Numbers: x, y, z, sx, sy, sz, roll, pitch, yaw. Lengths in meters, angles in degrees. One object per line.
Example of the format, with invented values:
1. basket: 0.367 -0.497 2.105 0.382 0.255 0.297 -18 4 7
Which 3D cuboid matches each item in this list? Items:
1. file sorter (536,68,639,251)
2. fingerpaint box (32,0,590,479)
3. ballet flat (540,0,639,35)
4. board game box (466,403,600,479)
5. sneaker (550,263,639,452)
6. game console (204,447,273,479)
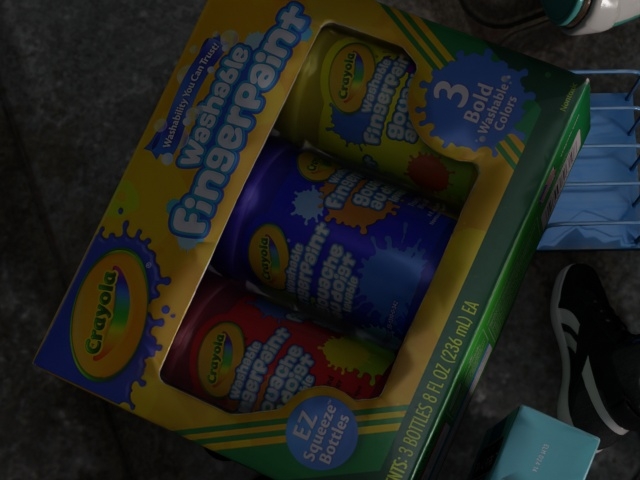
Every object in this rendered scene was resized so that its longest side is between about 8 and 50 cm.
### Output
1. file sorter: 0.275 -0.083 1.457 0.118 0.104 0.170 -1 77 0
2. fingerpaint box: 0.000 0.000 1.347 0.371 0.163 0.445 23 82 16
3. ballet flat: 0.263 -0.398 1.524 0.139 0.139 0.400 -13 71 -2
4. board game box: 0.138 0.329 1.290 0.079 0.254 0.336 23 79 5
5. sneaker: 0.293 0.097 1.378 0.079 0.121 0.217 32 44 -30
6. game console: -0.082 0.197 1.432 0.213 0.044 0.361 -25 78 -5
